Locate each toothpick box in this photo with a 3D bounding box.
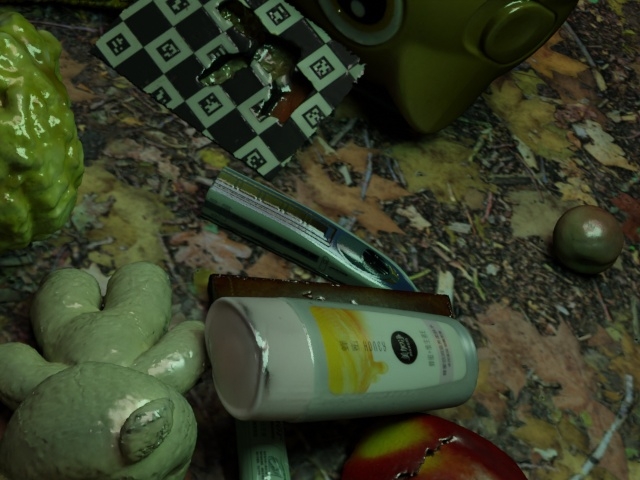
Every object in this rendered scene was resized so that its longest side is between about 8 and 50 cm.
[{"bbox_3d":[0.123,-0.389,1.415,0.409,0.409,0.425,-13,59,-35],"label":"toothpick box"}]

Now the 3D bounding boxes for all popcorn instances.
[{"bbox_3d":[-0.316,-0.102,1.027,0.256,0.255,0.195,35,40,22],"label":"popcorn"}]

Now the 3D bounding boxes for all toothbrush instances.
[{"bbox_3d":[0.065,-0.185,1.472,0.167,0.014,0.011,30,32,6],"label":"toothbrush"}]

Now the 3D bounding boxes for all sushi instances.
[{"bbox_3d":[-0.101,-0.209,1.362,0.279,0.043,0.192,36,80,13],"label":"sushi"}]

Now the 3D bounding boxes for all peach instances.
[{"bbox_3d":[0.127,0.251,1.003,0.189,0.068,0.279,-19,57,-37],"label":"peach"},{"bbox_3d":[0.308,-0.003,1.347,0.083,0.083,0.083,14,42,-12],"label":"peach"}]

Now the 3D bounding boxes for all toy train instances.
[{"bbox_3d":[0.000,0.001,1.220,0.251,0.048,0.055,26,43,2],"label":"toy train"}]

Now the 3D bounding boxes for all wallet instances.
[{"bbox_3d":[0.019,0.097,1.138,0.255,0.031,0.137,6,48,-17],"label":"wallet"}]

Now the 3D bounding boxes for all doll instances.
[{"bbox_3d":[-0.176,0.119,0.975,0.149,0.175,0.278,48,19,-32],"label":"doll"}]

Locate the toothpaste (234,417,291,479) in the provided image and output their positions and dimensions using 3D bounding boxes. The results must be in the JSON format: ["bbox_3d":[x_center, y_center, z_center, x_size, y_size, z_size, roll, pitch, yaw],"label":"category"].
[{"bbox_3d":[-0.047,0.198,0.991,0.064,0.041,0.218,18,45,-32],"label":"toothpaste"}]

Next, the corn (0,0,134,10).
[{"bbox_3d":[-0.266,-0.325,1.397,0.313,0.102,0.102,0,46,-26],"label":"corn"}]

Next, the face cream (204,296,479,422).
[{"bbox_3d":[0.024,0.105,1.015,0.269,0.073,0.107,7,55,-42],"label":"face cream"}]
